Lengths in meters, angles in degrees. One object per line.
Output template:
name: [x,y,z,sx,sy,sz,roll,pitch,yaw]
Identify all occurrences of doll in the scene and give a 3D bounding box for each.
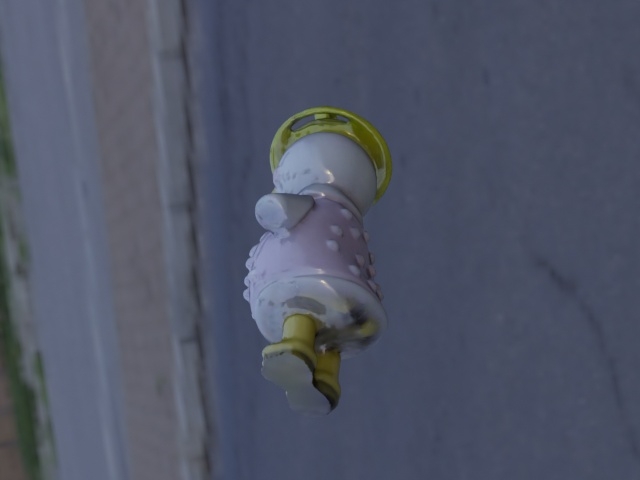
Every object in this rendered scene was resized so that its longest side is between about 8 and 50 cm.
doll: [0.000,0.000,1.102,0.129,0.081,0.207,52,-149,-42]
